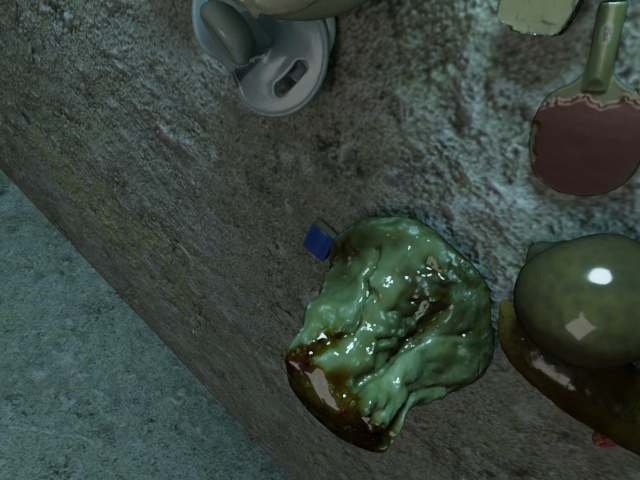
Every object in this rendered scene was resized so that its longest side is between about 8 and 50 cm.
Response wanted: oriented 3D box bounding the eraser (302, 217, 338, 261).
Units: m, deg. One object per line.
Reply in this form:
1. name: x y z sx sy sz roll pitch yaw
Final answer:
1. eraser: 0.000 0.000 0.935 0.063 0.027 0.085 41 139 14

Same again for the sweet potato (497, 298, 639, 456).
1. sweet potato: 0.447 0.233 0.621 0.422 0.130 0.130 33 137 19

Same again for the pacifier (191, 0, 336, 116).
1. pacifier: -0.110 -0.334 0.652 0.227 0.207 0.279 -37 92 33

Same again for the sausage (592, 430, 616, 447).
1. sausage: 0.505 0.319 0.701 0.034 0.034 0.129 40 140 13

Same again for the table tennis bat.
1. table tennis bat: 0.330 -0.160 0.513 0.131 0.022 0.234 16 131 35

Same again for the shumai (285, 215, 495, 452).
1. shumai: 0.102 0.184 0.754 0.324 0.323 0.397 -2 118 46

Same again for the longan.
1. longan: 0.350 0.068 0.560 0.159 0.185 0.204 47 -168 -34

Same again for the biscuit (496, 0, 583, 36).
1. biscuit: 0.271 -0.367 0.397 0.099 0.038 0.322 34 138 24

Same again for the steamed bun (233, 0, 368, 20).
1. steamed bun: -0.009 -0.445 0.438 0.374 0.241 0.374 29 140 28
